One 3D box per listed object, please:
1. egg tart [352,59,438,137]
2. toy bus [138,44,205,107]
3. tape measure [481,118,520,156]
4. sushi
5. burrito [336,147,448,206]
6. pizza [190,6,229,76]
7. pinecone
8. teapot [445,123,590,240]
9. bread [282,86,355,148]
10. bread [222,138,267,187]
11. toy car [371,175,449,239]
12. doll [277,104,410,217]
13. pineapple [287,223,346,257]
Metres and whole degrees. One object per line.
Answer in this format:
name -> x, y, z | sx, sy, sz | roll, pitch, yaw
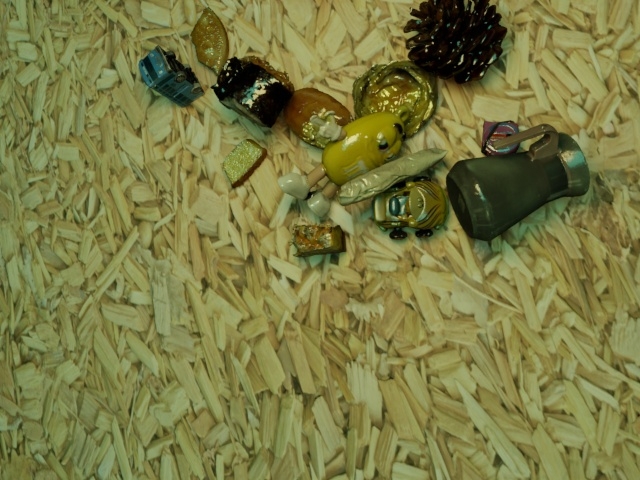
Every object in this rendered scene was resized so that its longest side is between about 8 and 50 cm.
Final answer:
egg tart -> 0.238, -0.474, 1.526 | 0.296, 0.132, 0.298 | 0, 89, 18
toy bus -> -0.532, -0.577, 1.655 | 0.133, 0.234, 0.116 | -29, 80, 12
tape measure -> 0.566, -0.319, 1.458 | 0.118, 0.074, 0.125 | 9, 83, 19
sushi -> -0.219, -0.498, 1.519 | 0.234, 0.348, 0.208 | 32, 99, -27
burrito -> 0.214, -0.199, 1.428 | 0.391, 0.117, 0.076 | -25, 92, -16
pizza -> -0.408, -0.737, 1.729 | 0.134, 0.056, 0.271 | -21, 82, 9
pinecone -> 0.404, -0.645, 1.429 | 0.295, 0.242, 0.299 | 11, 62, -12
teapot -> 0.561, -0.178, 1.349 | 0.343, 0.300, 0.253 | -22, 45, 4
bread -> -0.004, -0.406, 1.571 | 0.250, 0.133, 0.179 | 37, 91, 12
bread -> -0.279, -0.280, 1.662 | 0.187, 0.065, 0.103 | -42, 83, 8
toy car -> 0.281, -0.108, 1.471 | 0.247, 0.142, 0.201 | -6, 85, 13
doll -> 0.066, -0.255, 1.460 | 0.423, 0.347, 0.161 | -60, 45, 38
pineapple -> 0.000, 0.000, 1.532 | 0.236, 0.186, 0.115 | -2, 88, 57
